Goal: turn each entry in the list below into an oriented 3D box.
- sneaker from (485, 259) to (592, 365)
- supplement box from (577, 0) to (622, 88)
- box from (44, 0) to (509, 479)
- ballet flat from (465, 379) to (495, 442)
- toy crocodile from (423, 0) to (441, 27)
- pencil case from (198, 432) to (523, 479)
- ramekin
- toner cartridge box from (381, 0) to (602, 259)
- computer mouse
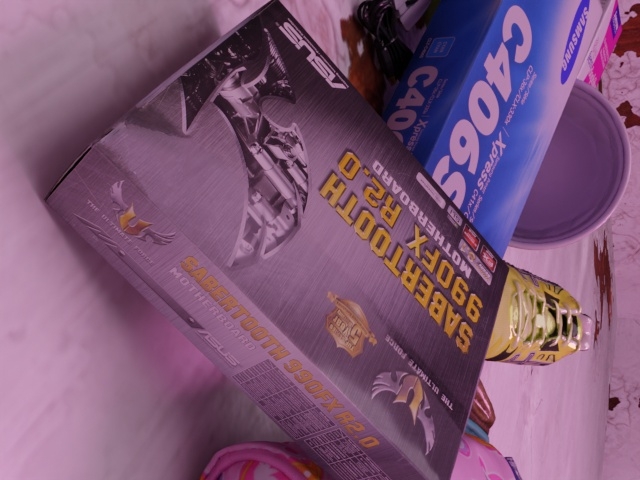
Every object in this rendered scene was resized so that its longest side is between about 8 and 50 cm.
[{"bbox_3d":[0.245,0.085,0.880,0.384,0.147,0.145,13,80,-61],"label":"sneaker"},{"bbox_3d":[0.324,-0.237,0.998,0.111,0.114,0.220,25,87,-60],"label":"supplement box"},{"bbox_3d":[0.000,0.000,0.389,0.231,0.056,0.183,47,41,-12],"label":"box"},{"bbox_3d":[0.078,0.103,0.615,0.342,0.116,0.124,41,34,-56],"label":"ballet flat"},{"bbox_3d":[0.196,-0.353,0.852,0.115,0.105,0.341,61,34,-43],"label":"toy crocodile"},{"bbox_3d":[0.041,0.191,0.473,0.284,0.124,0.124,20,72,-52],"label":"pencil case"},{"bbox_3d":[0.263,-0.091,0.863,0.109,0.207,0.207,4,87,-72],"label":"ramekin"},{"bbox_3d":[0.164,-0.147,0.684,0.165,0.075,0.348,43,66,-43],"label":"toner cartridge box"},{"bbox_3d":[0.088,-0.245,0.686,0.106,0.042,0.193,55,44,-47],"label":"computer mouse"}]
